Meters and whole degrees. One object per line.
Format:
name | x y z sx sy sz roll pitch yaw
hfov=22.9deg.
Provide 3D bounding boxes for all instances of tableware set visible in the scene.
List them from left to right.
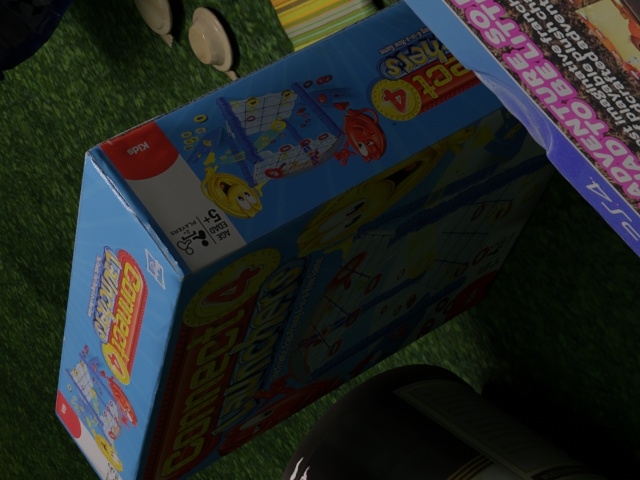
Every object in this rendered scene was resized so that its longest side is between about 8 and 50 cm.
tableware set | -0.114 -0.209 1.254 0.141 0.020 0.169 45 151 33

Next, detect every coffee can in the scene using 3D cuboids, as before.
coffee can | 0.125 0.230 1.057 0.275 0.201 0.201 31 141 45

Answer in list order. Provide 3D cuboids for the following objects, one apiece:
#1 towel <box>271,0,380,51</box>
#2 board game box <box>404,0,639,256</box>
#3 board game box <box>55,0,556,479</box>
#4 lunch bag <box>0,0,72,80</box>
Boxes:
towel | -0.030 -0.242 1.076 0.102 0.021 0.237 -11 105 57
board game box | 0.185 -0.120 0.595 0.232 0.141 0.291 45 157 -16
board game box | 0.000 0.000 0.938 0.086 0.302 0.308 51 153 19
lunch bag | -0.327 -0.325 1.238 0.328 0.239 0.385 51 160 5
